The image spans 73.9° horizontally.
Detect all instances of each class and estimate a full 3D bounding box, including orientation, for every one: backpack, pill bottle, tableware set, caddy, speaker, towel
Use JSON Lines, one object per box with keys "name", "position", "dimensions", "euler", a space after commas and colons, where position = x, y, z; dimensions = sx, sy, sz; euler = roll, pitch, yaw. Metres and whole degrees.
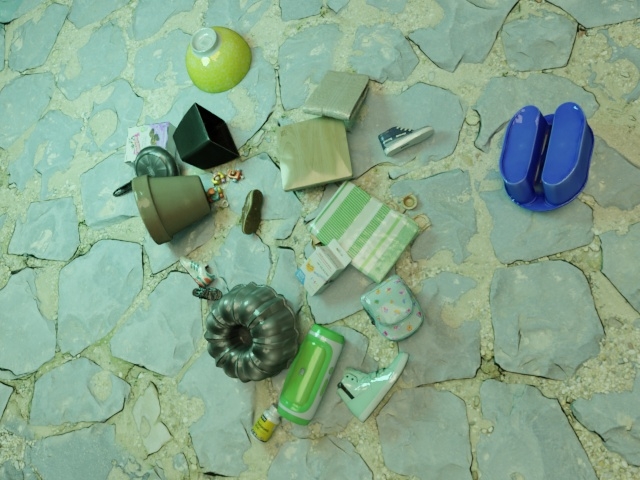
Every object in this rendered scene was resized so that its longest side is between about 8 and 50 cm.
{"name": "backpack", "position": [0.233, 0.221, 1.345], "dimensions": [0.166, 0.144, 0.188], "euler": [-32, 73, 0]}
{"name": "pill bottle", "position": [-0.172, 0.594, 1.388], "dimensions": [0.065, 0.065, 0.116], "euler": [33, 85, 19]}
{"name": "tableware set", "position": [0.289, -0.085, 1.473], "dimensions": [0.141, 0.020, 0.169], "euler": [-25, 72, 7]}
{"name": "caddy", "position": [0.706, -0.264, 1.338], "dimensions": [0.241, 0.179, 0.341], "euler": [9, 77, 40]}
{"name": "speaker", "position": [-0.030, 0.425, 1.365], "dimensions": [0.131, 0.131, 0.297], "euler": [21, 82, 18]}
{"name": "towel", "position": [0.145, -0.039, 1.462], "dimensions": [0.325, 0.038, 0.248], "euler": [36, 81, 20]}
{"name": "towel", "position": [0.065, -0.539, 1.578], "dimensions": [0.187, 0.049, 0.282], "euler": [14, 52, 17]}

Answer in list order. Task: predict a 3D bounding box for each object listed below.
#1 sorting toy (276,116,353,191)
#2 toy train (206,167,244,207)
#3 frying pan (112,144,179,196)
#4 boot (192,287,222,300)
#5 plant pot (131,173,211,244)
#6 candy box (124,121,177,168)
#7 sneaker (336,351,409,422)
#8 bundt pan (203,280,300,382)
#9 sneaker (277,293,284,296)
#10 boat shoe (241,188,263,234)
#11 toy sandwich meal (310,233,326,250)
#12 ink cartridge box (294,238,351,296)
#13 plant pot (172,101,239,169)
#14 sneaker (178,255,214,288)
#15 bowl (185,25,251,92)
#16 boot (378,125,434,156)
{"name": "sorting toy", "position": [-0.018, -0.312, 1.571], "dimensions": [0.255, 0.089, 0.257], "euler": [-11, 73, 11]}
{"name": "toy train", "position": [-0.379, -0.218, 1.659], "dimensions": [0.125, 0.046, 0.166], "euler": [19, 81, 18]}
{"name": "frying pan", "position": [-0.726, -0.279, 1.718], "dimensions": [0.326, 0.053, 0.197], "euler": [-2, 106, 10]}
{"name": "boot", "position": [-0.390, 0.196, 1.527], "dimensions": [0.121, 0.099, 0.045], "euler": [3, 76, 13]}
{"name": "plant pot", "position": [-0.540, -0.139, 1.592], "dimensions": [0.229, 0.263, 0.263], "euler": [-18, 71, -10]}
{"name": "candy box", "position": [-0.705, -0.394, 1.772], "dimensions": [0.196, 0.070, 0.165], "euler": [-4, 76, 13]}
{"name": "sneaker", "position": [0.157, 0.421, 1.337], "dimensions": [0.151, 0.094, 0.256], "euler": [38, 86, 23]}
{"name": "bundt pan", "position": [-0.240, 0.305, 1.366], "dimensions": [0.330, 0.124, 0.331], "euler": [3, 97, 24]}
{"name": "sneaker", "position": [-0.217, 0.282, 1.468], "dimensions": [0.227, 0.087, 0.130], "euler": [-21, 65, 2]}
{"name": "boat shoe", "position": [-0.264, -0.105, 1.599], "dimensions": [0.060, 0.064, 0.178], "euler": [-4, 71, 45]}
{"name": "toy sandwich meal", "position": [0.000, 0.000, 1.517], "dimensions": [0.085, 0.029, 0.086], "euler": [-3, 75, 13]}
{"name": "ink cartridge box", "position": [0.007, 0.090, 1.436], "dimensions": [0.104, 0.061, 0.181], "euler": [51, 118, 18]}
{"name": "plant pot", "position": [-0.460, -0.384, 1.658], "dimensions": [0.167, 0.188, 0.187], "euler": [-31, 71, 17]}
{"name": "sneaker", "position": [-0.461, 0.105, 1.599], "dimensions": [0.075, 0.057, 0.161], "euler": [-40, 68, -16]}
{"name": "bowl", "position": [-0.449, -0.781, 1.764], "dimensions": [0.289, 0.156, 0.289], "euler": [-4, 75, 13]}
{"name": "boot", "position": [0.302, -0.381, 1.519], "dimensions": [0.190, 0.069, 0.086], "euler": [-25, 74, 9]}
